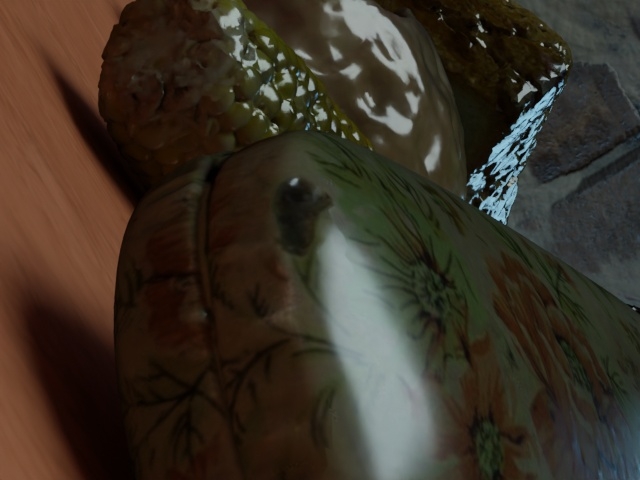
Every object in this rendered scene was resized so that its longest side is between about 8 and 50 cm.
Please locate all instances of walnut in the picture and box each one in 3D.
[{"bbox_3d":[0.012,-0.054,1.048,0.204,0.141,0.238,66,9,22],"label":"walnut"}]

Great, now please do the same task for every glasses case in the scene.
[{"bbox_3d":[0.063,0.079,0.609,0.425,0.098,0.156,26,49,-63],"label":"glasses case"}]

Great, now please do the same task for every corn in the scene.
[{"bbox_3d":[0.000,0.000,0.812,0.320,0.097,0.097,51,10,-53],"label":"corn"}]

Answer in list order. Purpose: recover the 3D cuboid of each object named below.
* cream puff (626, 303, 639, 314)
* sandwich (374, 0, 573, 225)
[{"bbox_3d":[0.136,0.124,1.024,0.239,0.164,0.239,-25,90,-84],"label":"cream puff"},{"bbox_3d":[0.024,-0.081,1.238,0.254,0.099,0.288,32,-38,17],"label":"sandwich"}]
